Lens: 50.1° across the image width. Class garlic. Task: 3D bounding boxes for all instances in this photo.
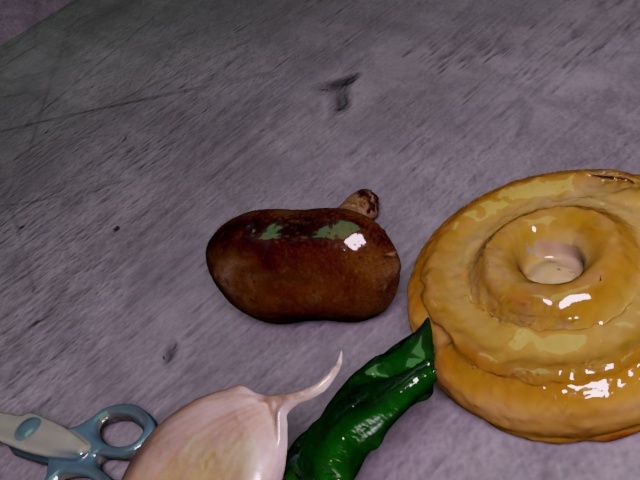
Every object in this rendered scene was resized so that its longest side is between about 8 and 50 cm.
[{"bbox_3d":[-0.089,0.195,0.585,0.149,0.128,0.266,20,83,15],"label":"garlic"}]

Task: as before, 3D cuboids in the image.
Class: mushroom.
[{"bbox_3d":[0.000,0.000,0.804,0.227,0.148,0.217,4,29,19],"label":"mushroom"}]

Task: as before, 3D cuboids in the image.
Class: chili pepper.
[{"bbox_3d":[0.028,0.159,0.585,0.224,0.061,0.098,-54,10,4],"label":"chili pepper"}]

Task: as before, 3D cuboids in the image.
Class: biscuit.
[{"bbox_3d":[0.221,0.041,0.637,0.297,0.102,0.296,-16,42,15],"label":"biscuit"}]

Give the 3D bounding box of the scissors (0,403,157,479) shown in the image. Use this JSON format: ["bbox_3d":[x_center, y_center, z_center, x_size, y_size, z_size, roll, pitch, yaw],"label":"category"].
[{"bbox_3d":[-0.313,0.223,0.767,0.289,0.041,0.138,7,48,29],"label":"scissors"}]
